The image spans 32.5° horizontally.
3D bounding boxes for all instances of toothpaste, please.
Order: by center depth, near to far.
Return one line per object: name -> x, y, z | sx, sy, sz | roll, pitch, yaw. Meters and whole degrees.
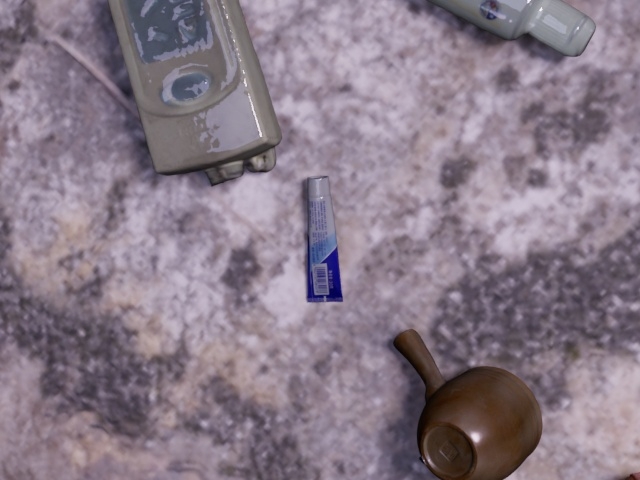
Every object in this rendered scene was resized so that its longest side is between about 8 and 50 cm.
toothpaste -> 0.052, -0.183, 0.674 | 0.255, 0.037, 0.067 | 32, 100, 9
toothpaste -> 0.000, 0.000, 0.712 | 0.024, 0.015, 0.083 | -3, 101, 9

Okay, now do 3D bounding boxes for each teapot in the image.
teapot -> 0.078, 0.107, 0.685 | 0.110, 0.080, 0.085 | 43, 123, 17

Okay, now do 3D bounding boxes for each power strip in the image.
power strip -> -0.098, -0.174, 0.696 | 0.080, 0.048, 0.286 | -15, 92, 10

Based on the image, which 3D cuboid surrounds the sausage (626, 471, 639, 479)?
sausage -> 0.182, 0.229, 0.680 | 0.065, 0.065, 0.169 | 26, 100, 7
